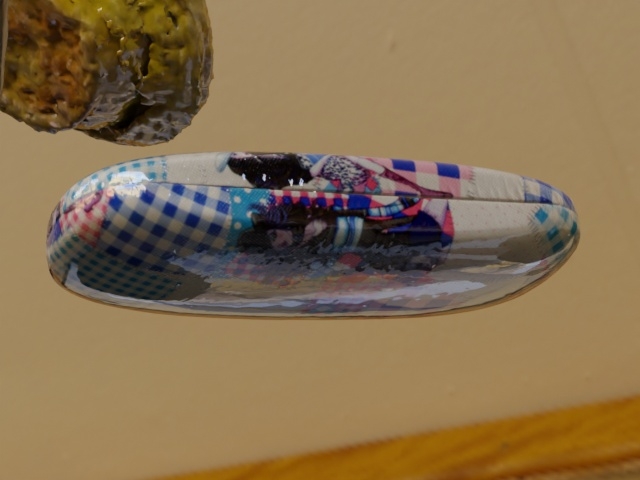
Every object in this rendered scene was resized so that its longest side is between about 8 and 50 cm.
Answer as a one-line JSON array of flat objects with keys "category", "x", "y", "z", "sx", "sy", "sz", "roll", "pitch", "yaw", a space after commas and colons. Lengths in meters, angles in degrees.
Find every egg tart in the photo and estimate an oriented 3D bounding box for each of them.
[{"category": "egg tart", "x": -0.233, "y": -0.192, "z": 1.561, "sx": 0.294, "sy": 0.123, "sz": 0.294, "roll": 19, "pitch": -48, "yaw": 22}]

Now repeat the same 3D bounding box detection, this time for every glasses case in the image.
[{"category": "glasses case", "x": 0.000, "y": 0.000, "z": 1.025, "sx": 0.327, "sy": 0.076, "sz": 0.125, "roll": 2, "pitch": -28, "yaw": -22}]

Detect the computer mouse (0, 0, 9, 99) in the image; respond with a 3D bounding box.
[{"category": "computer mouse", "x": -0.198, "y": -0.121, "z": 0.602, "sx": 0.188, "sy": 0.122, "sz": 0.371, "roll": 44, "pitch": -34, "yaw": 15}]
